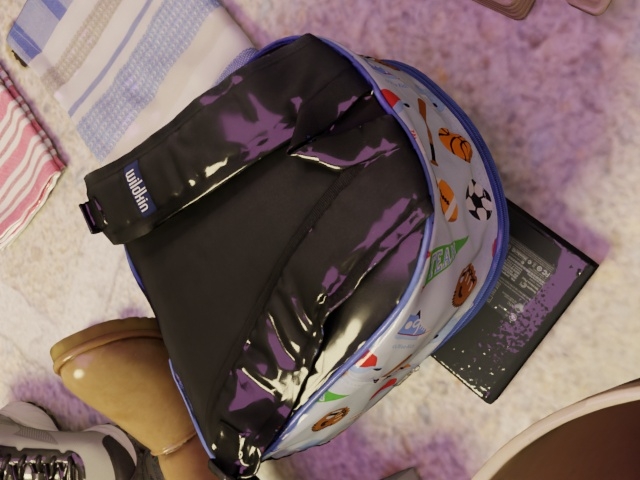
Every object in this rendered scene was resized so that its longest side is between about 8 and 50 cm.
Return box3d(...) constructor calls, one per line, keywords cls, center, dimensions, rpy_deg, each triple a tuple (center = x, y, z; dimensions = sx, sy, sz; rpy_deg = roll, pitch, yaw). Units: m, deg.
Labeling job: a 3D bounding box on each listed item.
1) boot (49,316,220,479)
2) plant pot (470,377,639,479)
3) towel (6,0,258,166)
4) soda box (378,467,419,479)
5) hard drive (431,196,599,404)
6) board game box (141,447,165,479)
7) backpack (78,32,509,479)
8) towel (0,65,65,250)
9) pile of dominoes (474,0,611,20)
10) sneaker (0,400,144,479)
box3d(cls="boot", center=(-0.093, 0.206, 0.619), dimensions=(0.089, 0.236, 0.270), rpy_deg=(-29, 63, 10))
box3d(cls="plant pot", center=(0.228, 0.169, 0.411), dimensions=(0.256, 0.274, 0.257), rpy_deg=(3, 96, 31))
box3d(cls="towel", center=(-0.189, -0.183, 0.770), dimensions=(0.209, 0.034, 0.285), rpy_deg=(-48, 71, 25))
box3d(cls="soda box", center=(0.085, 0.335, 0.617), dimensions=(0.091, 0.098, 0.286), rpy_deg=(-34, 77, 31))
box3d(cls="hard drive", center=(0.131, 0.044, 0.604), dimensions=(0.094, 0.022, 0.135), rpy_deg=(40, 113, 22))
box3d(cls="board game box", center=(-0.140, 0.236, 0.788), dimensions=(0.090, 0.020, 0.090), rpy_deg=(37, 113, 23))
box3d(cls="backpack", center=(0.000, 0.000, 0.563), dimensions=(0.263, 0.213, 0.276), rpy_deg=(-48, 65, 36))
box3d(cls="towel", center=(-0.372, -0.103, 0.890), dimensions=(0.144, 0.029, 0.197), rpy_deg=(-45, 72, 26))
box3d(cls="pile of dominoes", center=(0.168, -0.287, 0.556), dimensions=(0.196, 0.040, 0.251), rpy_deg=(34, 103, 25))
box3d(cls="sneaker", center=(-0.285, 0.238, 0.818), dimensions=(0.271, 0.108, 0.100), rpy_deg=(3, 96, 35))
